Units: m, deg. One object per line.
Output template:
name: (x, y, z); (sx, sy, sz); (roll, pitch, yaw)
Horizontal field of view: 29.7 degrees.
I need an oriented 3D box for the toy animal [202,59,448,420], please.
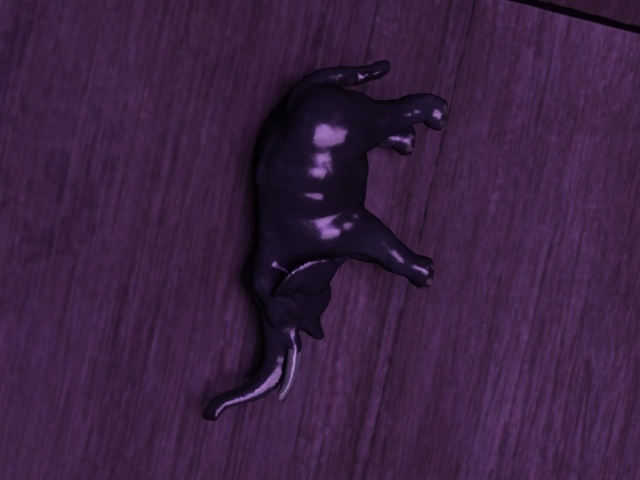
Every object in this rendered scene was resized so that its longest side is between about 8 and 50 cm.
toy animal: (0.008, 0.004, 0.851); (0.137, 0.082, 0.270); (10, 97, -23)
